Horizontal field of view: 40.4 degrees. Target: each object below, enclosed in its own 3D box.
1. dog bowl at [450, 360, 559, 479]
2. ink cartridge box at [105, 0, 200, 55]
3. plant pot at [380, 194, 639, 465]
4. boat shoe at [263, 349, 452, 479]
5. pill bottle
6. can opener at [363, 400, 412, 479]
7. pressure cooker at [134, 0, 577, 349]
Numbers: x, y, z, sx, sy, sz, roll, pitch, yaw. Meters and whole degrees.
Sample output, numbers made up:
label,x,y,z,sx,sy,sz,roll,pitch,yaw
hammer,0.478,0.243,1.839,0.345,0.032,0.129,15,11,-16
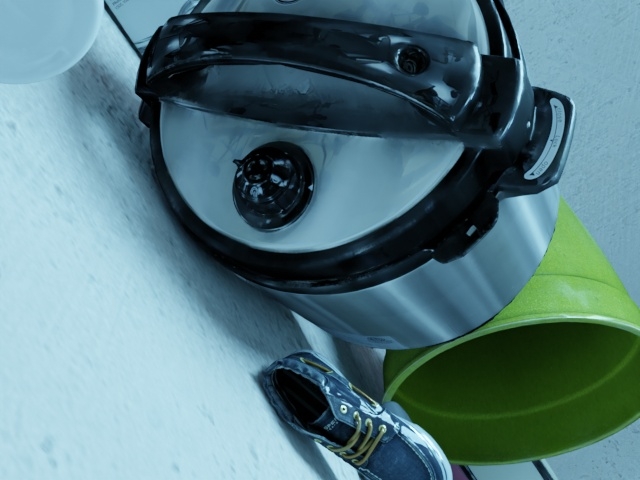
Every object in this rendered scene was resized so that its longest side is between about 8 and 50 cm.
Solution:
label,x,y,z,sx,sy,sz,roll,pitch,yaw
dog bowl,0.263,0.328,1.491,0.408,0.150,0.408,55,6,-8
ink cartridge box,-0.157,-0.301,1.233,0.289,0.121,0.211,56,31,-12
plant pot,0.244,0.071,1.216,0.366,0.366,0.353,51,25,-45
boat shoe,0.028,0.164,0.738,0.183,0.065,0.083,37,7,13
pill bottle,-0.213,-0.197,0.586,0.108,0.108,0.193,51,8,-44
can opener,0.084,0.245,0.798,0.093,0.074,0.280,53,6,-27
pressure cooker,0.043,-0.097,0.873,0.376,0.369,0.420,64,12,27
